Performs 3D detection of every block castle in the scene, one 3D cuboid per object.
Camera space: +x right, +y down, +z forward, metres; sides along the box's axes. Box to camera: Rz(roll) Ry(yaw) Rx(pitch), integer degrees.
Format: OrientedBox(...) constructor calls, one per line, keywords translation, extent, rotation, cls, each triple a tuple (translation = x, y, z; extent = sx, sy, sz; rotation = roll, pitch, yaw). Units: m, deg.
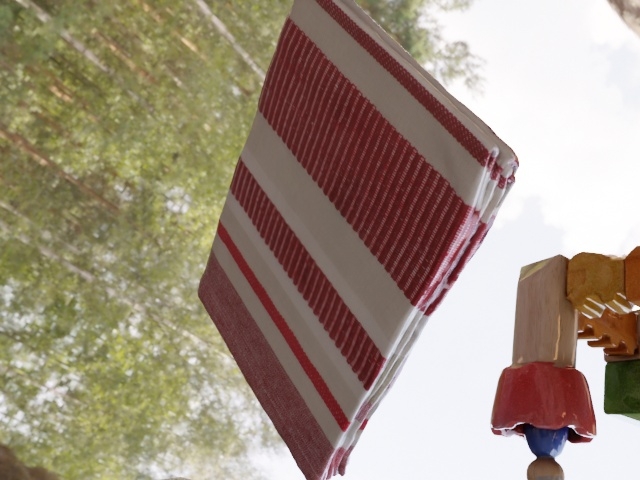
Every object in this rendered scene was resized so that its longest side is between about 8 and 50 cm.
OrientedBox(translation=(0.396, 0.159, 0.657), extent=(0.303, 0.453, 0.212), rotation=(-17, -124, 48), cls="block castle")

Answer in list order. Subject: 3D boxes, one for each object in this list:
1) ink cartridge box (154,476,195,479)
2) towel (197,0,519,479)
OrientedBox(translation=(-0.197, 0.322, 0.663), extent=(0.045, 0.206, 0.208), rotation=(2, -97, 37), cls="ink cartridge box")
OrientedBox(translation=(0.000, 0.000, 0.581), extent=(0.237, 0.037, 0.329), rotation=(53, -45, 34), cls="towel")
